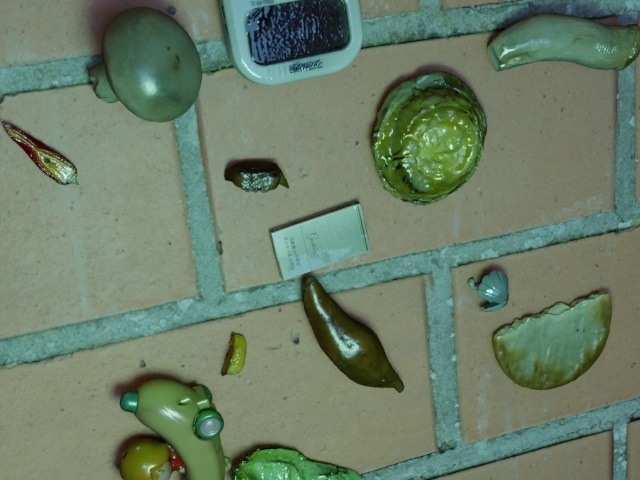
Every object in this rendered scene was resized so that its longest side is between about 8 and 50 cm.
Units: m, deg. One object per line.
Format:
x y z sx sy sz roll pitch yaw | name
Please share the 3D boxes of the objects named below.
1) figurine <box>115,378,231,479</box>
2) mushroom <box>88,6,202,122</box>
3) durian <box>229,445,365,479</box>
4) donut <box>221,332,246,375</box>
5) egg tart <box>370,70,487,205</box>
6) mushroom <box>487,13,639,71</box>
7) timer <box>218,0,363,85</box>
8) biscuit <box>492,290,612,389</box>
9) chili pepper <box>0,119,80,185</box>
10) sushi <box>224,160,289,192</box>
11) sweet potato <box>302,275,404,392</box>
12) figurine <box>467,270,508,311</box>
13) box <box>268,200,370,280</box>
-0.296 0.421 1.950 0.222 0.124 0.324 -17 115 -16 | figurine
-0.315 -0.297 1.707 0.204 0.204 0.204 -6 108 -20 | mushroom
-0.028 0.564 2.080 0.394 0.163 0.198 31 89 -25 | durian
-0.173 0.234 1.991 0.038 0.067 0.083 11 70 -17 | donut
0.230 -0.202 1.981 0.279 0.095 0.278 -6 107 -21 | egg tart
0.511 -0.407 2.032 0.352 0.095 0.122 -4 125 -19 | mushroom
-0.056 -0.416 1.807 0.262 0.087 0.236 -14 110 -16 | timer
0.542 0.244 2.268 0.309 0.040 0.204 -19 111 -15 | biscuit
-0.501 -0.154 1.745 0.178 0.027 0.045 39 85 -27 | chili pepper
-0.121 -0.120 1.891 0.120 0.052 0.055 -6 126 -23 | sushi
0.066 0.220 2.039 0.112 0.112 0.359 -47 119 -3 | sweet potato
0.377 0.107 2.152 0.094 0.082 0.086 -32 98 -21 | figurine
0.000 0.000 1.988 0.198 0.029 0.109 -19 112 -14 | box
